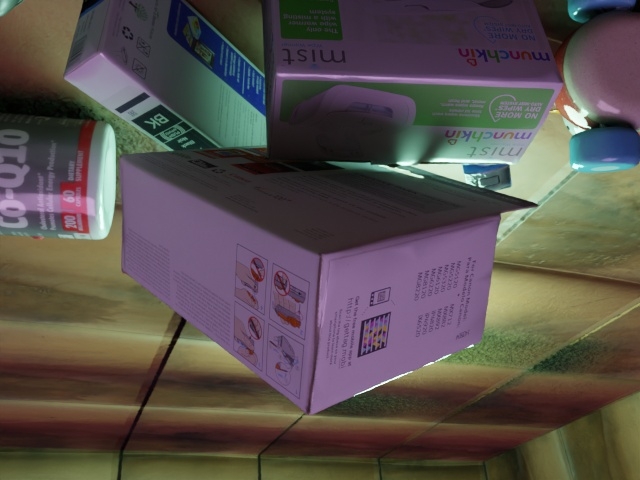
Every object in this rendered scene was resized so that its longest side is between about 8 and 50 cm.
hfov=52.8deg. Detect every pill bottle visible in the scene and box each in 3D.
[{"bbox_3d":[-0.422,-0.086,0.842,0.284,0.161,0.161,2,147,-12],"label":"pill bottle"}]

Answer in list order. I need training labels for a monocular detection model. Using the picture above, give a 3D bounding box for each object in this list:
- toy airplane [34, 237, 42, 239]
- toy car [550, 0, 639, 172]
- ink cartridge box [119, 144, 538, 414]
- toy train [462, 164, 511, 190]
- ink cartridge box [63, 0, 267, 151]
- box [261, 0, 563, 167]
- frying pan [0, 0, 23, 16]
[{"bbox_3d":[-0.524,-0.035,1.035,0.151,0.028,0.151,-2,147,-2],"label":"toy airplane"},{"bbox_3d":[0.356,-0.180,0.810,0.211,0.219,0.238,1,176,-9],"label":"toy car"},{"bbox_3d":[0.000,0.000,0.620,0.272,0.310,0.129,-12,115,-39],"label":"ink cartridge box"},{"bbox_3d":[0.217,-0.146,0.881,0.080,0.105,0.184,-13,147,12],"label":"toy train"},{"bbox_3d":[-0.129,-0.164,0.753,0.065,0.165,0.333,-21,143,30],"label":"ink cartridge box"},{"bbox_3d":[0.074,-0.201,0.661,0.262,0.231,0.126,1,147,-7],"label":"box"},{"bbox_3d":[-0.430,-0.275,0.570,0.326,0.053,0.197,12,160,-37],"label":"frying pan"}]
